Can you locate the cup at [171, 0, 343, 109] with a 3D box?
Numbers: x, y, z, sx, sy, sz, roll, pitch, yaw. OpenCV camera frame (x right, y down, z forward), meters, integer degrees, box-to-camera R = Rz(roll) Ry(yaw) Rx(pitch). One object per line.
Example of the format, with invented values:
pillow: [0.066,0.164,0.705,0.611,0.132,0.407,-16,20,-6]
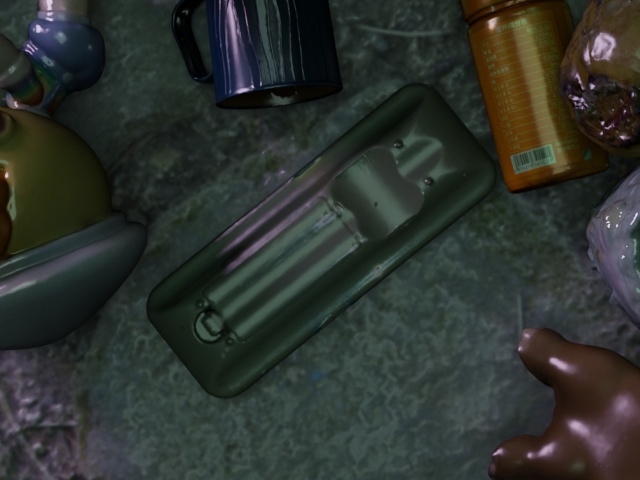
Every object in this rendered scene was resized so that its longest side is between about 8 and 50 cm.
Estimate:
cup: [-0.063,-0.194,1.385,0.150,0.113,0.138,-8,87,2]

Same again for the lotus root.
lotus root: [0.298,-0.183,1.320,0.154,0.154,0.278,28,50,4]

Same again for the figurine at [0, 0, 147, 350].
figurine: [-0.240,-0.091,1.342,0.205,0.224,0.381,10,88,-10]

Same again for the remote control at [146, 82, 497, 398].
remote control: [0.000,0.000,1.401,0.335,0.065,0.128,-39,84,2]

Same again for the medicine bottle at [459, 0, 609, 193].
medicine bottle: [0.189,-0.143,1.376,0.096,0.096,0.191,-15,88,3]

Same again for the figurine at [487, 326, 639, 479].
figurine: [0.296,0.191,1.338,0.247,0.173,0.177,11,85,35]

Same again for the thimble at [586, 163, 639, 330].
thimble: [0.355,0.009,1.326,0.250,0.172,0.204,10,91,2]
